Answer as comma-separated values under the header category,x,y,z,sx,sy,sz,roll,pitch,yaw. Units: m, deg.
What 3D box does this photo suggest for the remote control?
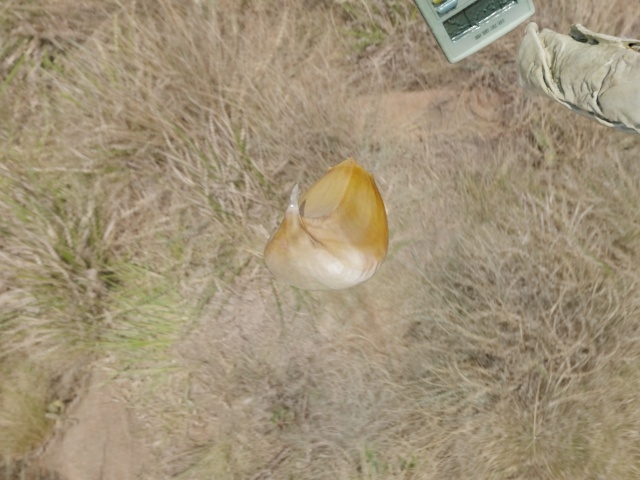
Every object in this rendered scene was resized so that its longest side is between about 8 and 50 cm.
category,x,y,z,sx,sy,sz,roll,pitch,yaw
remote control,0.169,-0.348,1.046,0.145,0.344,0.050,-31,63,14

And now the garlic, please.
category,x,y,z,sx,sy,sz,roll,pitch,yaw
garlic,0.009,0.002,0.870,0.115,0.206,0.128,41,113,1

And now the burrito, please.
category,x,y,z,sx,sy,sz,roll,pitch,yaw
burrito,0.364,-0.217,1.104,0.076,0.392,0.117,-1,112,-16
